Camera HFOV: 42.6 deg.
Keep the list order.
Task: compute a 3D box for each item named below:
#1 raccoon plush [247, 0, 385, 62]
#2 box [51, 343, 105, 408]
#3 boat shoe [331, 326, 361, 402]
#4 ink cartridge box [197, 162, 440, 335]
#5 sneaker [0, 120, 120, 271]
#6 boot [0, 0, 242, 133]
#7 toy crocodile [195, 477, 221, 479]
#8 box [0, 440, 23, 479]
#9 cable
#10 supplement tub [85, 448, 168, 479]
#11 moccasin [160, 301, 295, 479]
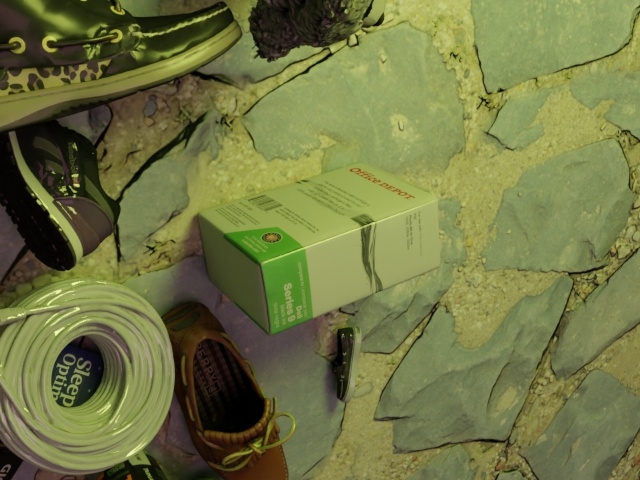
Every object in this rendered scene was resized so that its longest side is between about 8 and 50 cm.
[{"bbox_3d":[-0.094,-0.403,0.925,0.446,0.216,0.299,27,62,-12],"label":"raccoon plush"},{"bbox_3d":[-0.356,0.214,1.137,0.225,0.036,0.136,30,71,-38],"label":"box"},{"bbox_3d":[0.040,0.213,1.411,0.040,0.049,0.142,4,107,-13],"label":"boat shoe"},{"bbox_3d":[0.000,0.000,1.187,0.289,0.211,0.121,-19,118,-24],"label":"ink cartridge box"},{"bbox_3d":[-0.349,-0.111,1.012,0.124,0.107,0.283,-48,125,-44],"label":"sneaker"},{"bbox_3d":[-0.287,-0.280,0.863,0.377,0.138,0.284,-22,108,-19],"label":"boot"},{"bbox_3d":[-0.134,0.486,1.348,0.105,0.115,0.340,-18,130,23],"label":"toy crocodile"},{"bbox_3d":[-0.558,0.363,1.025,0.322,0.079,0.257,-56,147,0],"label":"box"},{"bbox_3d":[-0.319,0.178,1.087,0.257,0.089,0.257,-23,103,-41],"label":"cable"},{"bbox_3d":[-0.266,0.395,1.201,0.117,0.190,0.117,-13,116,-28],"label":"supplement tub"},{"bbox_3d":[-0.129,0.267,1.259,0.139,0.147,0.380,-26,121,-21],"label":"moccasin"}]
